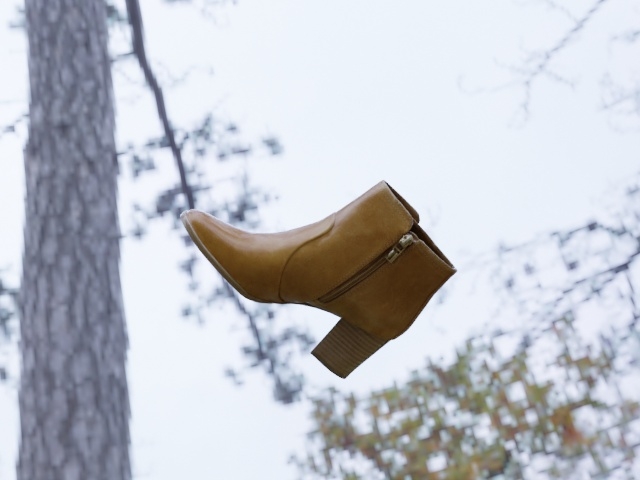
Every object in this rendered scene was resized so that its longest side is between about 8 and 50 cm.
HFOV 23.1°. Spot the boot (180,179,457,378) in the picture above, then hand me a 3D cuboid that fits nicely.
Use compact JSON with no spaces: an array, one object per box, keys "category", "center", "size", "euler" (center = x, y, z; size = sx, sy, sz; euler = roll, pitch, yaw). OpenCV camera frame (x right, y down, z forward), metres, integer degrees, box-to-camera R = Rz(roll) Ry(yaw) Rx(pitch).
[{"category":"boot","center":[0.000,0.001,1.867],"size":[0.295,0.104,0.211],"euler":[41,-79,2]}]
